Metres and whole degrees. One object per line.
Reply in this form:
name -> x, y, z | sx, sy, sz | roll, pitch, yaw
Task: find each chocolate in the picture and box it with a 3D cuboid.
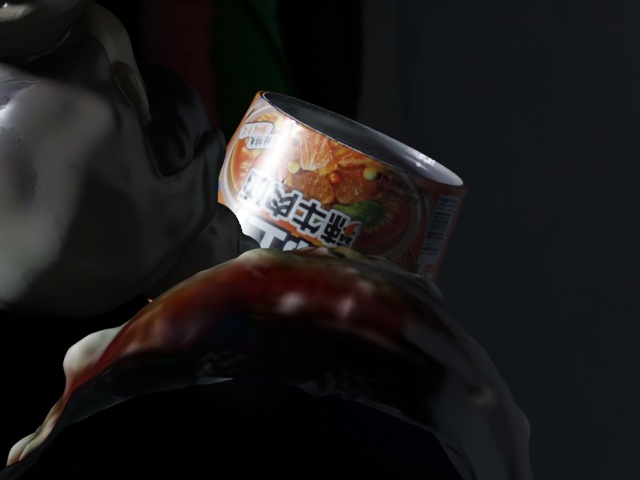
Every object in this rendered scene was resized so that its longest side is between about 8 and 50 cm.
chocolate -> -0.041, 0.138, 0.706 | 0.225, 0.340, 0.210 | 32, -152, -4

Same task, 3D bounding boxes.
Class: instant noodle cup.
instant noodle cup -> 0.000, 0.000, 1.249 | 0.250, 0.250, 0.192 | -1, -62, -65

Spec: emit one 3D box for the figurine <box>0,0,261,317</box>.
figurine -> -0.185, -0.095, 0.922 | 0.380, 0.248, 0.203 | 75, -151, -44
